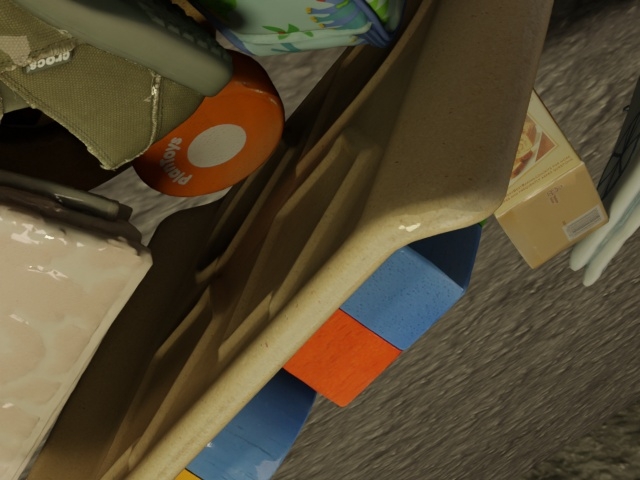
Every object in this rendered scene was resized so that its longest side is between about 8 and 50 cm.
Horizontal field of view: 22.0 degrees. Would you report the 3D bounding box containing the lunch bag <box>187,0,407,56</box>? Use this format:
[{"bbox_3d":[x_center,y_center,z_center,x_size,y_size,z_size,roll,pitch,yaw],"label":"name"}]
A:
[{"bbox_3d":[-0.024,-0.191,0.723,0.090,0.176,0.219,-3,163,22],"label":"lunch bag"}]

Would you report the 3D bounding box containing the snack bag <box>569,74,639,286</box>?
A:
[{"bbox_3d":[0.293,-0.171,1.182,0.342,0.037,0.323,-63,179,-36],"label":"snack bag"}]

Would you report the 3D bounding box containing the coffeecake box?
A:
[{"bbox_3d":[0.113,-0.088,1.119,0.068,0.185,0.142,-33,159,7],"label":"coffeecake box"}]

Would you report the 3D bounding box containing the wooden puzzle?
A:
[{"bbox_3d":[0.000,0.000,0.830,0.348,0.080,0.322,-42,-163,36],"label":"wooden puzzle"}]

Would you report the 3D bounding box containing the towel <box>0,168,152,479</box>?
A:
[{"bbox_3d":[-0.291,0.051,0.803,0.332,0.053,0.317,17,132,-24],"label":"towel"}]

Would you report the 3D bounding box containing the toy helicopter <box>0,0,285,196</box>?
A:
[{"bbox_3d":[-0.170,-0.128,0.756,0.235,0.140,0.355,-25,147,-4],"label":"toy helicopter"}]

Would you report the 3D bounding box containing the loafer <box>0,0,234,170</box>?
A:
[{"bbox_3d":[-0.143,-0.086,0.652,0.251,0.094,0.087,23,107,-42],"label":"loafer"}]
